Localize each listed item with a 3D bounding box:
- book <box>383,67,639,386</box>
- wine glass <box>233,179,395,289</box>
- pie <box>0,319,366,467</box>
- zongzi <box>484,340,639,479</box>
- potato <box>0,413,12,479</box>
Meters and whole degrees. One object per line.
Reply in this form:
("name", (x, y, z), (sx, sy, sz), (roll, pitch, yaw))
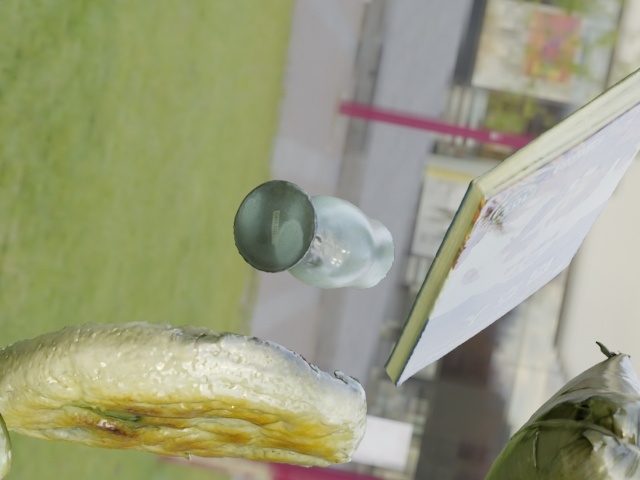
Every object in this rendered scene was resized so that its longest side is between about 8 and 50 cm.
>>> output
("book", (0.227, -0.013, 1.988), (0.300, 0.039, 0.428), (-33, 161, -26))
("wine glass", (0.000, 0.000, 1.747), (0.202, 0.093, 0.093), (15, 86, -62))
("pie", (-0.123, 0.131, 1.462), (0.337, 0.337, 0.075), (86, 9, -74))
("zongzi", (0.323, 0.183, 1.855), (0.418, 0.181, 0.447), (-58, -179, -35))
("potato", (-0.266, 0.147, 1.175), (0.188, 0.105, 0.085), (-47, -172, 45))
